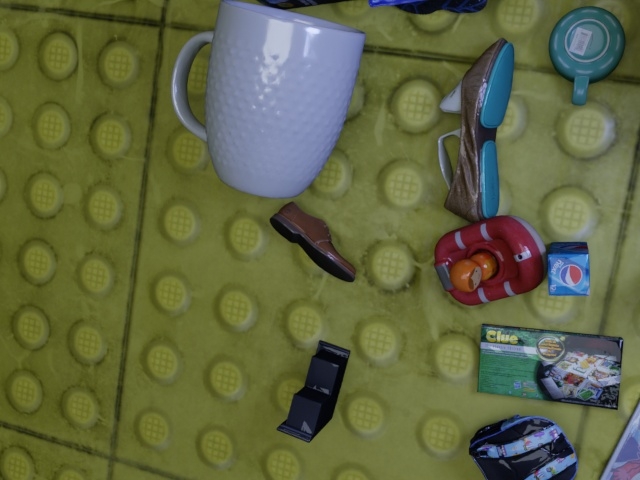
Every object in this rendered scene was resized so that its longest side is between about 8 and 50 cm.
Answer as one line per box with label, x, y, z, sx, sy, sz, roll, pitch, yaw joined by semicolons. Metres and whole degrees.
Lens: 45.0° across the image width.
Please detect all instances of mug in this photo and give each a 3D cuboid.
mug;-0.126;-0.276;1.485;0.374;0.276;0.328;20;110;20
mug;0.477;-0.335;1.369;0.129;0.097;0.158;-27;86;18

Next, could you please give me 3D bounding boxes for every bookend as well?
bookend;-0.012;0.301;1.557;0.072;0.157;0.156;17;101;15

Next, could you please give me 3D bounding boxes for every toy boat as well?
toy boat;0.291;0.048;1.402;0.231;0.151;0.151;-22;93;47

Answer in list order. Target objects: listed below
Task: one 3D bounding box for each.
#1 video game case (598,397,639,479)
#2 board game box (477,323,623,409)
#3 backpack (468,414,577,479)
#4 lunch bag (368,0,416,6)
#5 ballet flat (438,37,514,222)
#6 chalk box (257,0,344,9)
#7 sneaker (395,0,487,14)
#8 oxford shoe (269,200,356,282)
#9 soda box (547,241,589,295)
video game case;0.643;0.405;1.425;0.183;0.023;0.201;24;102;15
board game box;0.435;0.238;1.474;0.259;0.030;0.136;5;99;17
backpack;0.389;0.402;1.457;0.173;0.117;0.158;-33;84;18
lunch bag;0.237;-0.542;1.382;0.293;0.138;0.221;3;61;8
ballet flat;0.282;-0.205;1.452;0.124;0.116;0.343;10;103;35
chalk box;-0.048;-0.552;1.476;0.288;0.180;0.179;-2;95;17
sneaker;0.216;-0.481;1.462;0.211;0.080;0.081;10;75;17
oxford shoe;0.000;0.000;1.575;0.212;0.076;0.076;43;66;0
soda box;0.437;0.047;1.358;0.067;0.210;0.071;-1;95;18
